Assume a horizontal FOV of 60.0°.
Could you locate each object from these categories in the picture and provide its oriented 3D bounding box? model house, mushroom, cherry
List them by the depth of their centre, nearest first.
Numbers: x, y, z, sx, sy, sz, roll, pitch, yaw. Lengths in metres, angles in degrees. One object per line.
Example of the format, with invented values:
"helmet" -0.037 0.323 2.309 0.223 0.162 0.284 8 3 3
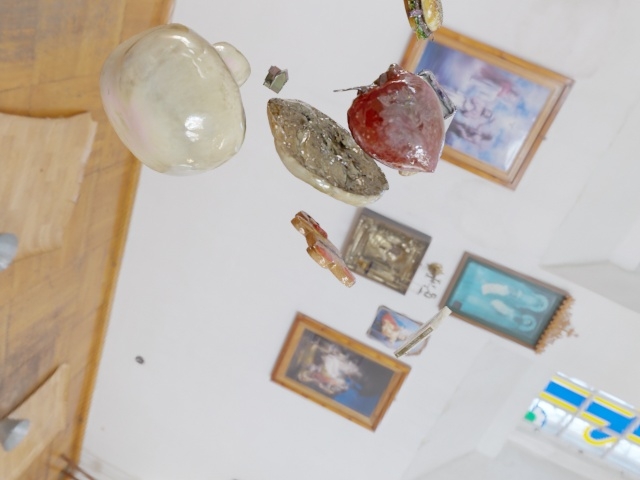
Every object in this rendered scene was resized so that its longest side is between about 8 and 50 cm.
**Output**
"mushroom" -0.208 -0.228 0.882 0.234 0.260 0.254 -37 163 -31
"cherry" 0.166 -0.240 1.162 0.192 0.250 0.175 -29 164 -20
"model house" -0.108 -0.407 1.381 0.058 0.057 0.083 -56 -170 22

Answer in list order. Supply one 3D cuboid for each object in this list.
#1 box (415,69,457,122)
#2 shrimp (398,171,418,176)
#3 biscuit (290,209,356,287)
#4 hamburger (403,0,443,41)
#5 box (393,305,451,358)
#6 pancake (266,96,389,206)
"box" 0.369 -0.442 1.969 0.112 0.190 0.370 -33 172 -4
"shrimp" 0.227 -0.179 1.290 0.108 0.023 0.059 -19 143 -25
"biscuit" 0.001 0.000 1.283 0.036 0.165 0.250 -43 -147 10
"hamburger" 0.291 -0.664 1.564 0.189 0.093 0.164 49 37 -47
"box" 0.301 0.275 1.645 0.109 0.029 0.198 -35 167 -43
"pancake" 0.013 -0.232 1.447 0.082 0.387 0.387 -47 -176 29
